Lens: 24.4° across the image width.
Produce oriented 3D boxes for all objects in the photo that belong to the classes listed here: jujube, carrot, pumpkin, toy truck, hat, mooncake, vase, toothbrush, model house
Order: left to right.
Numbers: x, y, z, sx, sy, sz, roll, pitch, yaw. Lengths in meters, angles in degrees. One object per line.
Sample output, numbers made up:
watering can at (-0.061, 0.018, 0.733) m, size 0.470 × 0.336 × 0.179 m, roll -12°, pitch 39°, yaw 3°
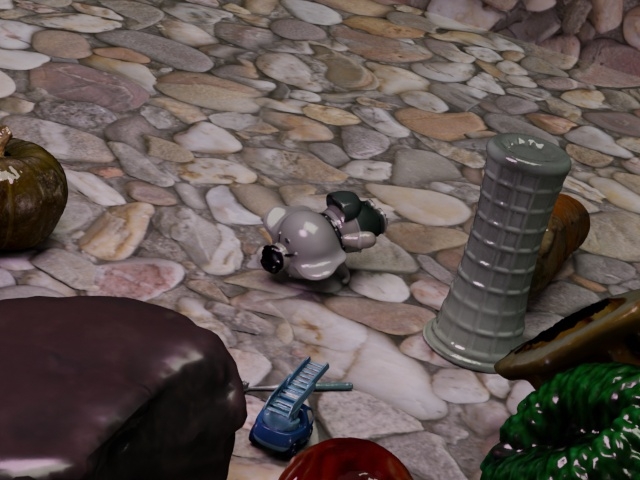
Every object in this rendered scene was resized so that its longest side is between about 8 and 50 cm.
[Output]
pumpkin at (-0.444, -0.078, 1.978) m, size 0.219 × 0.162 × 0.219 m, roll 13°, pitch 21°, yaw -5°
mooncake at (-0.280, 0.196, 1.420) m, size 0.350 × 0.212 × 0.381 m, roll 26°, pitch 30°, yaw 36°
toothbrush at (-0.035, 0.178, 1.811) m, size 0.167 × 0.014 × 0.011 m, roll 2°, pitch 44°, yaw -24°
toy truck at (-0.031, 0.192, 1.714) m, size 0.063 × 0.074 × 0.136 m, roll 19°, pitch 25°, yaw 13°
jujube at (0.015, 0.295, 1.435) m, size 0.155 × 0.155 × 0.230 m, roll 17°, pitch 30°, yaw 7°
vase at (0.239, 0.012, 1.957) m, size 0.143 × 0.299 × 0.143 m, roll 11°, pitch 24°, yaw -5°
carrot at (0.316, 0.002, 2.228) m, size 0.138 × 0.139 × 0.302 m, roll 21°, pitch 19°, yaw 17°
model house at (0.358, 0.189, 1.719) m, size 0.173 × 0.239 × 0.268 m, roll -32°, pitch -1°, yaw -10°
hat at (0.351, 0.298, 1.551) m, size 0.332 × 0.242 × 0.274 m, roll 42°, pitch -16°, yaw -14°

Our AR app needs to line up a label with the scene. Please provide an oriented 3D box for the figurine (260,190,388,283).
figurine at (0.000, 0.000, 2.081) m, size 0.192 × 0.126 × 0.147 m, roll -20°, pitch 48°, yaw -25°
